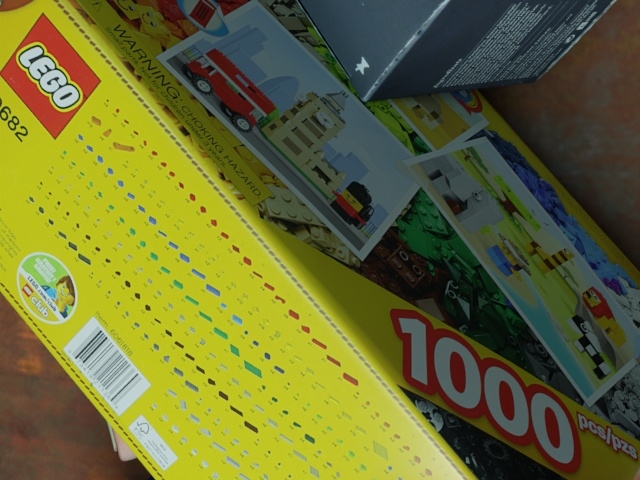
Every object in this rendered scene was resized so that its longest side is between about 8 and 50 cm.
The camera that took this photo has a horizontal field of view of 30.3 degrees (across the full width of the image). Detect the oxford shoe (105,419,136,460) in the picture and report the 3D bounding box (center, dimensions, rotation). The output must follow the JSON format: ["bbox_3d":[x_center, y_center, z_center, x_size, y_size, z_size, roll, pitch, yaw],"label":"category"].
[{"bbox_3d":[-0.151,-0.015,1.050,0.147,0.140,0.396,-11,91,-12],"label":"oxford shoe"}]

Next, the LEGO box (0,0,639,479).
[{"bbox_3d":[0.000,0.000,0.840,0.500,0.372,0.193,49,122,4],"label":"LEGO box"}]

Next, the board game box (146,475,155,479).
[{"bbox_3d":[-0.032,0.296,0.987,0.347,0.233,0.078,7,101,16],"label":"board game box"}]

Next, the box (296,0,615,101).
[{"bbox_3d":[0.088,-0.195,0.845,0.108,0.207,0.153,-48,67,40],"label":"box"}]
